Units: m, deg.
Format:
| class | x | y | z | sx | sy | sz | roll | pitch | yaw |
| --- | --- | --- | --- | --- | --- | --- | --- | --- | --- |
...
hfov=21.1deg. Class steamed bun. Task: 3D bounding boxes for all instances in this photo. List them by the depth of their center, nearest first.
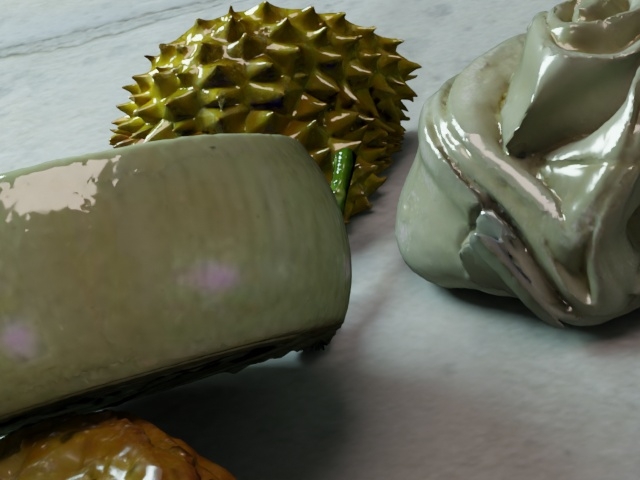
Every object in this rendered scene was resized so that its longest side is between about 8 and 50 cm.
| class | x | y | z | sx | sy | sz | roll | pitch | yaw |
| --- | --- | --- | --- | --- | --- | --- | --- | --- | --- |
| steamed bun | 0.147 | -0.062 | 0.917 | 0.211 | 0.144 | 0.218 | -33 | 33 | -27 |

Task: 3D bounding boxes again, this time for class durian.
| class | x | y | z | sx | sy | sz | roll | pitch | yaw |
| --- | --- | --- | --- | --- | --- | --- | --- | --- | --- |
| durian | -0.038 | -0.066 | 1.063 | 0.182 | 0.165 | 0.132 | 15 | -4 | -3 |

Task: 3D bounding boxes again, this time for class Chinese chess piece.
| class | x | y | z | sx | sy | sz | roll | pitch | yaw |
| --- | --- | --- | --- | --- | --- | --- | --- | --- | --- |
| Chinese chess piece | -0.108 | 0.027 | 0.825 | 0.250 | 0.101 | 0.250 | -16 | -6 | -2 |

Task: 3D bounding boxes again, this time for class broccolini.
| class | x | y | z | sx | sy | sz | roll | pitch | yaw |
| --- | --- | --- | --- | --- | --- | --- | --- | --- | --- |
| broccolini | 0.000 | 0.000 | 0.957 | 0.030 | 0.035 | 0.140 | -9 | 49 | 27 |

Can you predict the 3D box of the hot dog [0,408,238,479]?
| class | x | y | z | sx | sy | sz | roll | pitch | yaw |
| --- | --- | --- | --- | --- | --- | --- | --- | --- | --- |
| hot dog | -0.121 | 0.156 | 0.696 | 0.196 | 0.122 | 0.272 | -24 | 32 | -20 |
